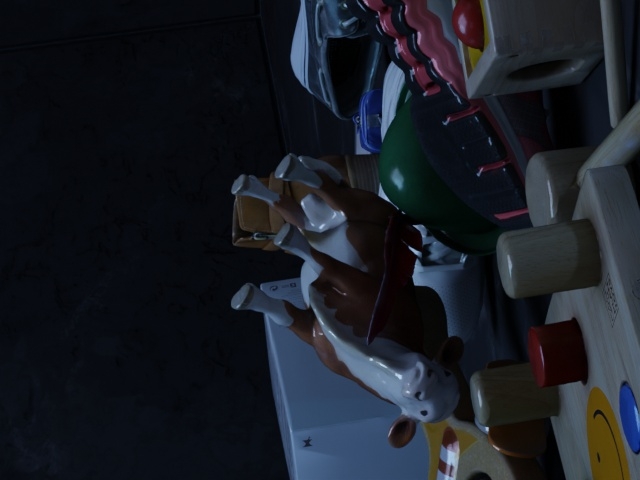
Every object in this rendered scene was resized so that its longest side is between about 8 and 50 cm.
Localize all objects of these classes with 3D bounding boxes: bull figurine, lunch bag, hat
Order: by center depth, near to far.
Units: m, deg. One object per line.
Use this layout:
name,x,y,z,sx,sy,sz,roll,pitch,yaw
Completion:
hat,0.054,-0.051,1.476,0.208,0.183,0.173,29,125,49
bull figurine,0.022,0.039,1.539,0.188,0.101,0.310,36,-160,-23
lunch bag,0.081,-0.123,1.848,0.065,0.098,0.067,-176,84,-83

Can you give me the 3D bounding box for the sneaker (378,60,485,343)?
sneaker,0.103,-0.034,1.682,0.169,0.108,0.293,-116,19,-85

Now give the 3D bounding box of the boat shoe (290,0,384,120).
boat shoe,0.040,-0.283,2.125,0.119,0.121,0.335,50,155,32

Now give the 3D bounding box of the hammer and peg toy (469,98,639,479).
hammer and peg toy,0.160,0.075,1.033,0.266,0.127,0.361,91,170,-62

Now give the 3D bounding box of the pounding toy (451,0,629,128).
pounding toy,0.136,-0.151,1.158,0.206,0.094,0.181,110,152,-81

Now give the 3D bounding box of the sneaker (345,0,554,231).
sneaker,0.122,-0.149,1.321,0.314,0.136,0.116,60,162,-12

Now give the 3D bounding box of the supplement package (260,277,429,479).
supplement package,0.049,0.191,2.148,0.263,0.199,0.198,-104,7,-51

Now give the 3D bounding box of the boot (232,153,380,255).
boot,0.000,0.000,2.289,0.283,0.220,0.109,89,171,-58

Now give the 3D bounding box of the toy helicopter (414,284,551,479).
toy helicopter,0.123,0.166,1.560,0.235,0.140,0.355,108,151,-42
